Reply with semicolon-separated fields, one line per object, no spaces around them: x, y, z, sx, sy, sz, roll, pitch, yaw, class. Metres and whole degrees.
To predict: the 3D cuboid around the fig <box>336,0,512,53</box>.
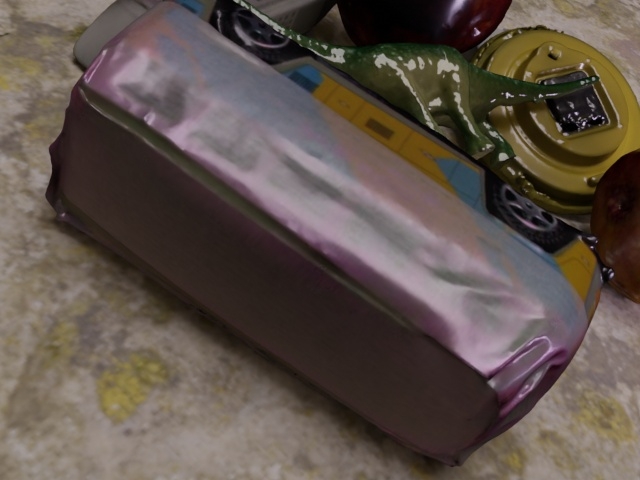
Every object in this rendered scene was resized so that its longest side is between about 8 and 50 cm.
0.088;-0.310;0.850;0.203;0.186;0.249;-34;83;-25;fig

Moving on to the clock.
0.268;-0.143;0.863;0.237;0.057;0.237;6;69;-17;clock

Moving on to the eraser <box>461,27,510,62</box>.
0.269;-0.190;0.968;0.210;0.068;0.125;14;44;-16;eraser

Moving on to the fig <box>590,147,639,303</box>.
0.380;0.015;0.788;0.257;0.159;0.159;33;36;-28;fig

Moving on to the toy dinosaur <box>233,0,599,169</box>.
0.054;-0.186;0.761;0.447;0.087;0.301;-21;73;-30;toy dinosaur

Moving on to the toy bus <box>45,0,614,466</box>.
0.000;0.000;0.556;0.386;0.171;0.162;34;51;5;toy bus

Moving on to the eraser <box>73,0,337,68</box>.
-0.094;-0.232;0.810;0.089;0.061;0.352;39;41;13;eraser
